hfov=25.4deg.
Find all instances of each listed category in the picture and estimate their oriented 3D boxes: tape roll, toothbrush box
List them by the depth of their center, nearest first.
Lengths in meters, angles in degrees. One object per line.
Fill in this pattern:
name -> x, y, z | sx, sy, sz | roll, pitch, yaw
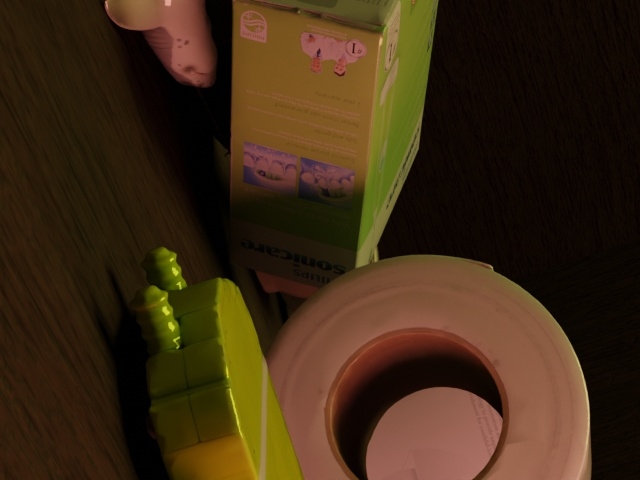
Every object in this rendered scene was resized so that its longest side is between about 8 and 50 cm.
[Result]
tape roll -> 0.082, 0.151, 1.077 | 0.169, 0.246, 0.246 | 59, 13, -68
toothbrush box -> 0.014, -0.129, 1.167 | 0.283, 0.122, 0.206 | 92, 16, -46

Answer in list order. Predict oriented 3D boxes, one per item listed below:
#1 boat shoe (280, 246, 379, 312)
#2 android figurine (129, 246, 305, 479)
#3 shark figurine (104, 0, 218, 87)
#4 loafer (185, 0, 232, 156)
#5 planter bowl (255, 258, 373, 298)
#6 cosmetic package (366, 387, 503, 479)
boat shoe -> 0.000, 0.000, 1.559 | 0.097, 0.116, 0.324 | 63, 4, -47
android figurine -> -0.044, 0.136, 0.778 | 0.248, 0.056, 0.273 | -96, 167, -70
shark figurine -> -0.115, -0.259, 1.078 | 0.166, 0.116, 0.278 | -4, 118, -53
loafer -> -0.084, -0.220, 1.241 | 0.130, 0.133, 0.366 | -104, 174, -50
planter bowl -> -0.018, -0.011, 1.378 | 0.162, 0.109, 0.162 | -18, 90, -86
cosmetic package -> 0.126, 0.247, 1.349 | 0.138, 0.224, 0.224 | 51, 22, -78
